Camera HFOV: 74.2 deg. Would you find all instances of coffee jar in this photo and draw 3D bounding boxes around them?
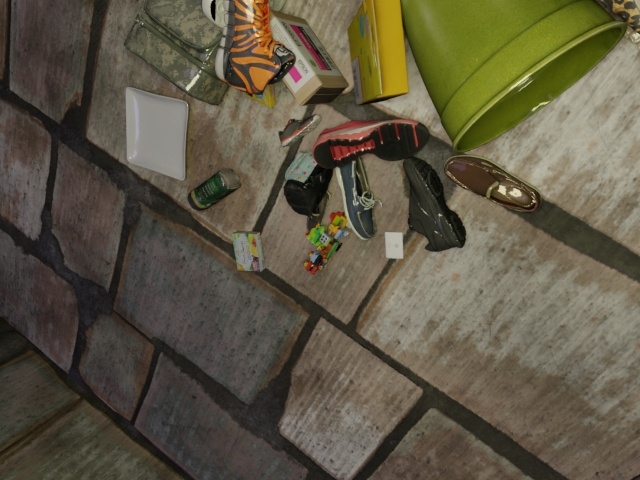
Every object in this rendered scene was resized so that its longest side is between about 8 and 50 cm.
[{"bbox_3d":[-0.369,-0.171,1.455,0.184,0.096,0.079,-27,92,30],"label":"coffee jar"}]

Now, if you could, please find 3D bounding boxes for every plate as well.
[{"bbox_3d":[-0.576,-0.381,1.511,0.278,0.045,0.277,19,116,19],"label":"plate"}]

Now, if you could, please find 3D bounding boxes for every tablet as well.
[{"bbox_3d":[0.224,0.015,1.288,0.054,0.006,0.083,2,109,25],"label":"tablet"}]

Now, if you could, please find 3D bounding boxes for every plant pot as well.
[{"bbox_3d":[0.346,-0.439,0.896,0.366,0.367,0.352,-37,78,31],"label":"plant pot"}]

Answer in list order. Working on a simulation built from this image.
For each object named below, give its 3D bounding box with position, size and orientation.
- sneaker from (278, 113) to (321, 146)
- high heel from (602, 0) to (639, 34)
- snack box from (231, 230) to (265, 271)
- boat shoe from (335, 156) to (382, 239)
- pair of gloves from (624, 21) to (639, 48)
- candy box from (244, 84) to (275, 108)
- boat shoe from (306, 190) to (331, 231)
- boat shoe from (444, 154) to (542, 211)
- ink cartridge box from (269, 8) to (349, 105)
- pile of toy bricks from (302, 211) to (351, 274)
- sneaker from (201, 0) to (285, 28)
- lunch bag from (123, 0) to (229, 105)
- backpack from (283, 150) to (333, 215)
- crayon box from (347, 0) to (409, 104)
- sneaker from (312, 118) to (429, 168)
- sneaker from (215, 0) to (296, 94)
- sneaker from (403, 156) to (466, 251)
[{"bbox_3d":[-0.071,-0.344,1.274,0.158,0.061,0.064,-27,88,30],"label":"sneaker"},{"bbox_3d":[0.559,-0.509,0.890,0.261,0.093,0.186,54,152,-10],"label":"high heel"},{"bbox_3d":[-0.256,0.038,1.509,0.100,0.037,0.141,2,109,27],"label":"snack box"},{"bbox_3d":[0.120,-0.127,1.241,0.079,0.095,0.254,-13,93,40],"label":"boat shoe"},{"bbox_3d":[0.690,-0.527,0.852,0.204,0.042,0.240,-37,84,36],"label":"pair of gloves"},{"bbox_3d":[-0.186,-0.485,1.229,0.105,0.027,0.206,29,156,12],"label":"candy box"},{"bbox_3d":[-0.015,-0.090,1.340,0.056,0.049,0.152,29,117,15],"label":"boat shoe"},{"bbox_3d":[0.435,-0.147,1.077,0.258,0.095,0.095,25,117,16],"label":"boat shoe"},{"bbox_3d":[-0.050,-0.484,1.135,0.088,0.193,0.234,-34,92,31],"label":"ink cartridge box"},{"bbox_3d":[0.000,0.000,1.329,0.105,0.118,0.212,41,119,16],"label":"pile of toy bricks"},{"bbox_3d":[-0.261,-0.660,1.104,0.236,0.323,0.130,29,135,14],"label":"sneaker"},{"bbox_3d":[-0.386,-0.597,1.260,0.305,0.212,0.256,39,103,8],"label":"lunch bag"},{"bbox_3d":[-0.035,-0.183,1.244,0.115,0.181,0.152,18,151,16],"label":"backpack"},{"bbox_3d":[0.134,-0.434,0.997,0.081,0.318,0.202,-9,106,-1],"label":"crayon box"},{"bbox_3d":[0.132,-0.293,1.161,0.314,0.136,0.115,-6,134,10],"label":"sneaker"},{"bbox_3d":[-0.131,-0.501,0.998,0.180,0.124,0.321,28,130,11],"label":"sneaker"},{"bbox_3d":[0.286,-0.091,1.169,0.130,0.109,0.286,-24,93,39],"label":"sneaker"}]
